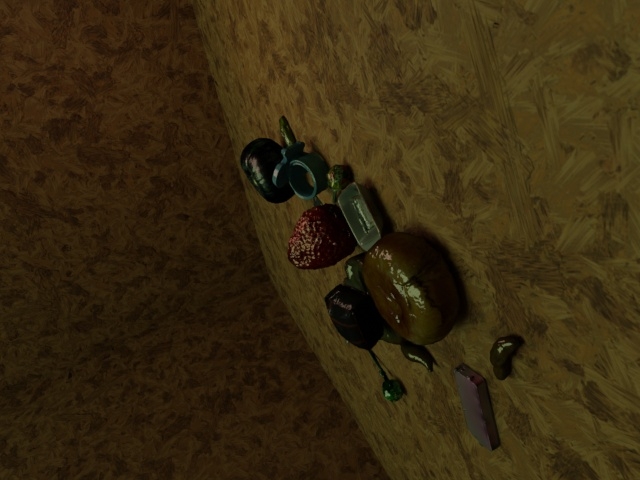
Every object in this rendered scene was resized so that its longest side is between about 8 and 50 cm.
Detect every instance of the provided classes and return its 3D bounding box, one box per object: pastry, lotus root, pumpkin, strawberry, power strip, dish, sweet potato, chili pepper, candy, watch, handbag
[{"bbox_3d":[0.260,0.138,1.288,0.356,0.164,0.356,50,156,32],"label":"pastry"},{"bbox_3d":[0.217,0.228,1.657,0.375,0.111,0.390,47,154,39],"label":"lotus root"},{"bbox_3d":[-0.224,-0.337,2.067,0.315,0.238,0.315,49,173,8],"label":"pumpkin"},{"bbox_3d":[0.000,0.000,1.700,0.238,0.288,0.250,49,179,22],"label":"strawberry"},{"bbox_3d":[0.469,0.502,1.331,0.109,0.037,0.279,30,141,66],"label":"power strip"},{"bbox_3d":[0.154,-0.074,1.467,0.234,0.064,0.154,66,154,7],"label":"dish"},{"bbox_3d":[0.443,0.287,1.086,0.053,0.054,0.182,-116,11,-45],"label":"sweet potato"},{"bbox_3d":[0.326,0.398,1.603,0.249,0.069,0.059,25,96,68],"label":"sweet potato"},{"bbox_3d":[-0.144,-0.462,1.961,0.052,0.050,0.201,-22,89,38],"label":"chili pepper"},{"bbox_3d":[0.286,0.610,2.051,0.323,0.097,0.097,-121,15,-57],"label":"candy"},{"bbox_3d":[0.060,-0.198,1.654,0.305,0.083,0.091,95,-174,-77],"label":"candy"},{"bbox_3d":[-0.061,-0.269,1.761,0.193,0.211,0.211,34,150,25],"label":"watch"},{"bbox_3d":[0.119,0.266,1.569,0.169,0.155,0.215,17,138,49],"label":"handbag"}]

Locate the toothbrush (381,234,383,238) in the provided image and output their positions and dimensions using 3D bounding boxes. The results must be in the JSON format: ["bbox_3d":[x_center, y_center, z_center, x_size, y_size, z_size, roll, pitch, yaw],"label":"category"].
[{"bbox_3d":[0.208,-0.004,1.507,0.011,0.014,0.167,-6,107,56],"label":"toothbrush"}]

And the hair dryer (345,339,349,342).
[{"bbox_3d":[0.140,0.372,2.022,0.225,0.088,0.219,91,-173,-62],"label":"hair dryer"}]

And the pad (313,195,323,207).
[{"bbox_3d":[0.007,-0.094,2.060,0.170,0.006,0.245,56,162,34],"label":"pad"}]
